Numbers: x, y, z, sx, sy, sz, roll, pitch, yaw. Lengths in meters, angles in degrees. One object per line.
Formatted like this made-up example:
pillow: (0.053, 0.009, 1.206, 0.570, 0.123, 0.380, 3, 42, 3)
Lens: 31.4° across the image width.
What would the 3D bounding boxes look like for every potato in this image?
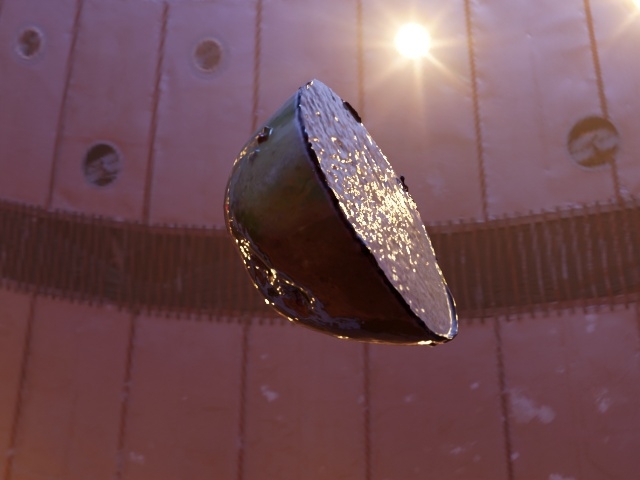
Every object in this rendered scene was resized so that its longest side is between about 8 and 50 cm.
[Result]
potato: (0.000, 0.000, 0.809, 0.117, 0.182, 0.202, -30, -70, 16)
